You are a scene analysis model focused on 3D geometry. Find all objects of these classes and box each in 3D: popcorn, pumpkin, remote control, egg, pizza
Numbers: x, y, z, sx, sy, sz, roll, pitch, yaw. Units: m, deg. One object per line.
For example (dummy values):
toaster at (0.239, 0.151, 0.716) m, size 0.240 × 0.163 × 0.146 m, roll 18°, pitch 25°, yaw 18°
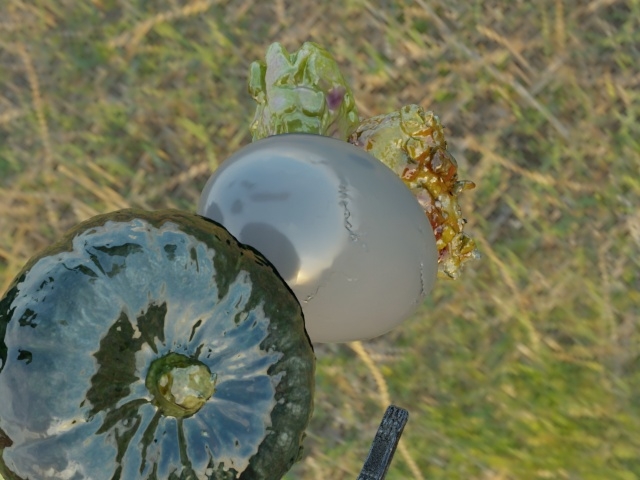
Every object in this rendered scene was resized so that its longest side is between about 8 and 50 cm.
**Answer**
popcorn at (-0.018, -0.103, 1.345) m, size 0.089 × 0.109 × 0.097 m, roll 9°, pitch 37°, yaw 12°
pumpkin at (-0.104, 0.085, 1.026) m, size 0.211 × 0.152 × 0.212 m, roll 1°, pitch 85°, yaw -9°
remote control at (0.055, 0.194, 1.508) m, size 0.039 × 0.014 × 0.096 m, roll 6°, pitch 72°, yaw 66°
egg at (0.000, 0.000, 1.217) m, size 0.146 × 0.198 × 0.146 m, roll -30°, pitch 51°, yaw 44°
pizza at (0.084, -0.075, 2.056) m, size 0.289 × 0.081 × 0.229 m, roll 42°, pitch 132°, yaw 14°

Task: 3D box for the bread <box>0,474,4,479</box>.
bread at (-0.247, 0.210, 1.810) m, size 0.307 × 0.348 × 0.348 m, roll -13°, pitch 50°, yaw -19°
